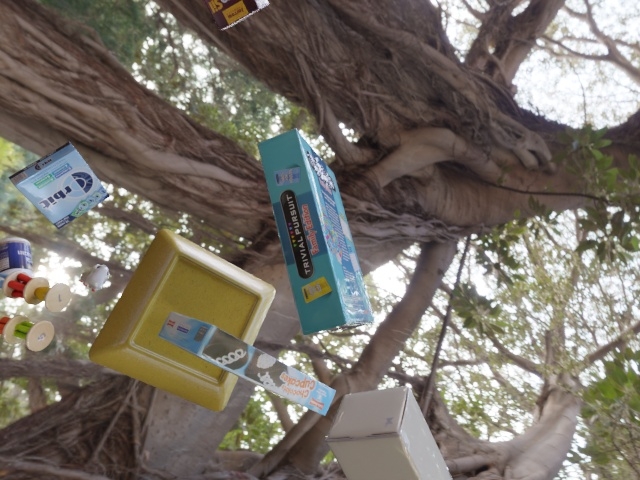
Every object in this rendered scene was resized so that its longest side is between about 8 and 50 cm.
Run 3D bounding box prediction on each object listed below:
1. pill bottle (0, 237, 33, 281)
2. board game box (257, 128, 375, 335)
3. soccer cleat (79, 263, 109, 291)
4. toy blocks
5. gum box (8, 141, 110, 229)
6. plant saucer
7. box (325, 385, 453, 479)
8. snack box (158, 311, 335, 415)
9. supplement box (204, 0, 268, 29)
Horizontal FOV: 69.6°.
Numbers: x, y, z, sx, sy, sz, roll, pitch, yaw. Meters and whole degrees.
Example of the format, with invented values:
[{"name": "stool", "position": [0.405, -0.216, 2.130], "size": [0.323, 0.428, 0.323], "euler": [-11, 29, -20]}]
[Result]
[{"name": "pill bottle", "position": [-0.962, 0.085, 1.452], "size": [0.094, 0.094, 0.169], "euler": [-31, -114, 25]}, {"name": "board game box", "position": [0.000, 0.000, 0.860], "size": [0.079, 0.254, 0.336], "euler": [-18, -104, 13]}, {"name": "soccer cleat", "position": [-0.643, 0.105, 1.326], "size": [0.076, 0.068, 0.196], "euler": [-56, -156, -19]}, {"name": "toy blocks", "position": [-0.530, 0.117, 0.809], "size": [0.148, 0.054, 0.123], "euler": [11, -109, 17]}, {"name": "gum box", "position": [-0.643, -0.133, 1.153], "size": [0.157, 0.184, 0.041], "euler": [-39, -116, -19]}, {"name": "plant saucer", "position": [-0.287, 0.181, 1.056], "size": [0.081, 0.333, 0.333], "euler": [-19, -136, 59]}, {"name": "box", "position": [0.120, 0.347, 0.649], "size": [0.113, 0.275, 0.094], "euler": [-17, -163, 26]}, {"name": "snack box", "position": [-0.141, 0.245, 0.913], "size": [0.187, 0.322, 0.060], "euler": [1, -121, 51]}, {"name": "supplement box", "position": [-0.202, -0.549, 0.945], "size": [0.104, 0.188, 0.081], "euler": [-18, -153, 22]}]
